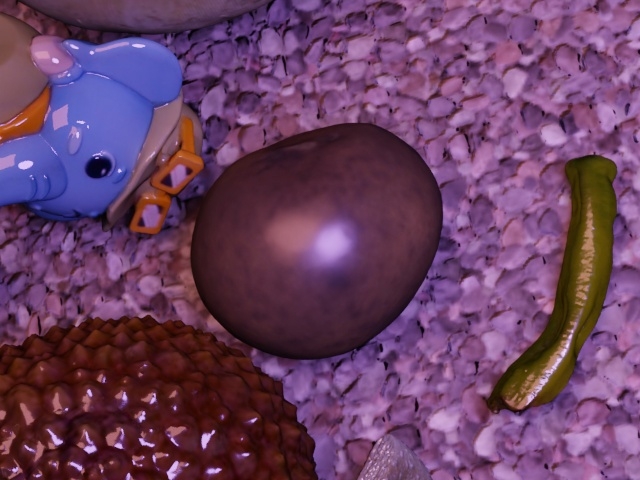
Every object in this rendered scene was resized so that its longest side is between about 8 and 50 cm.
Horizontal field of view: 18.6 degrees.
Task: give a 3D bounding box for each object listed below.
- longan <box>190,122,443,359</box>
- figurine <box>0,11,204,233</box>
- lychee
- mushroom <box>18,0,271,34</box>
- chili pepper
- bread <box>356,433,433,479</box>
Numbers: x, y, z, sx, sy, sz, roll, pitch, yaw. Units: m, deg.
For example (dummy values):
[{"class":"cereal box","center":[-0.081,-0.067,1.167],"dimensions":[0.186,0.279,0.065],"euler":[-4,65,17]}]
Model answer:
[{"class":"longan","center":[0.000,0.000,1.393],"dimensions":[0.187,0.167,0.167],"euler":[-43,65,4]},{"class":"figurine","center":[-0.218,-0.084,1.469],"dimensions":[0.262,0.154,0.180],"euler":[4,110,-13]},{"class":"lychee","center":[-0.137,0.173,1.337],"dimensions":[0.267,0.267,0.267],"euler":[-6,71,17]},{"class":"mushroom","center":[-0.128,-0.315,1.477],"dimensions":[0.352,0.260,0.352],"euler":[-4,64,9]},{"class":"chili pepper","center":[0.175,0.036,1.385],"dimensions":[0.052,0.050,0.202],"euler":[-6,61,58]},{"class":"bread","center":[0.043,0.242,1.332],"dimensions":[0.036,0.112,0.193],"euler":[5,61,52]}]
